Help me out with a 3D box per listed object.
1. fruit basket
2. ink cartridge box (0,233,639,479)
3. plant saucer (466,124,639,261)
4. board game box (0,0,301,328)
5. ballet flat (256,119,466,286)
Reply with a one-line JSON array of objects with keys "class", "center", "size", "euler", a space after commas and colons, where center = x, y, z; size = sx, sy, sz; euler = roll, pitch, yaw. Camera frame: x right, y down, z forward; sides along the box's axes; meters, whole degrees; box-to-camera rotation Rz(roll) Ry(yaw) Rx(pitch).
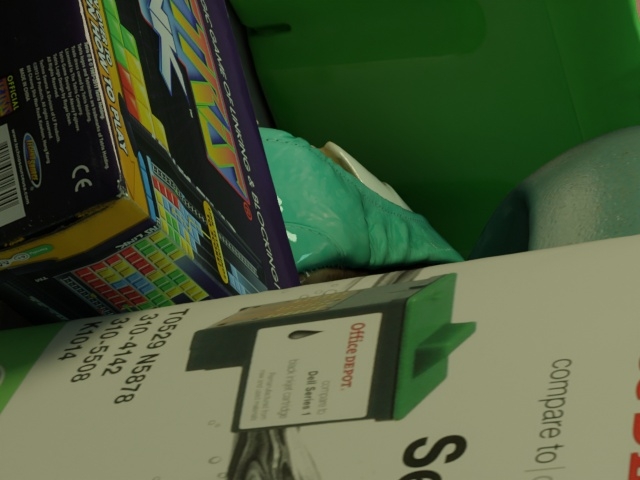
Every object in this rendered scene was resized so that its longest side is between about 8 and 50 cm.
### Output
[{"class": "fruit basket", "center": [0.176, -0.139, 0.859], "size": [0.392, 0.392, 0.283], "euler": [-76, 151, -53]}, {"class": "ink cartridge box", "center": [-0.005, 0.081, 0.383], "size": [0.160, 0.219, 0.093], "euler": [-69, 145, -60]}, {"class": "plant saucer", "center": [0.042, 0.107, 0.602], "size": [0.317, 0.043, 0.318], "euler": [-161, -90, -88]}, {"class": "board game box", "center": [-0.059, -0.048, 0.516], "size": [0.141, 0.048, 0.170], "euler": [46, 25, -61]}, {"class": "ballet flat", "center": [0.000, 0.000, 0.698], "size": [0.087, 0.083, 0.247], "euler": [69, 13, 12]}]
